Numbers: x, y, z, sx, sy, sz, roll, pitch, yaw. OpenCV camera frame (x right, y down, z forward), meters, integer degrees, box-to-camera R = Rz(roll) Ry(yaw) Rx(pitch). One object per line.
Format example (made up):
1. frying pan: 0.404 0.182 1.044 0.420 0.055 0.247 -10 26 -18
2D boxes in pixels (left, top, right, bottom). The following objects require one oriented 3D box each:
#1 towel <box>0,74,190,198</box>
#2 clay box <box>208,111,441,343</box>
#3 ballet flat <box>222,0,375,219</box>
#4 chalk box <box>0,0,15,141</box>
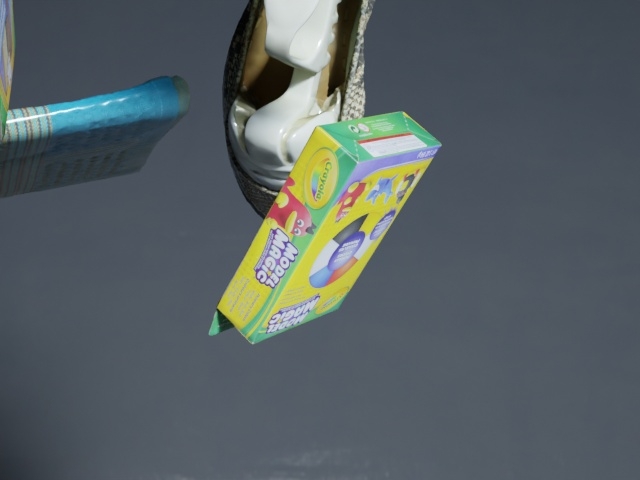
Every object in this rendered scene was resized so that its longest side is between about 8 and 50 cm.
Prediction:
1. towel: -0.329 -0.078 0.986 0.370 0.040 0.271 -13 -5 -24
2. clay box: 0.000 0.000 0.855 0.053 0.222 0.127 42 32 21
3. ballet flat: -0.026 -0.199 1.070 0.164 0.482 0.182 15 27 6
4. chalk box: -0.307 -0.196 0.776 0.132 0.213 0.132 1 49 -12
